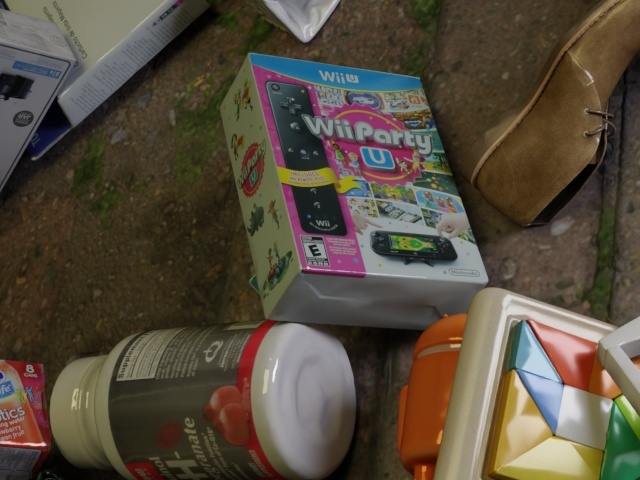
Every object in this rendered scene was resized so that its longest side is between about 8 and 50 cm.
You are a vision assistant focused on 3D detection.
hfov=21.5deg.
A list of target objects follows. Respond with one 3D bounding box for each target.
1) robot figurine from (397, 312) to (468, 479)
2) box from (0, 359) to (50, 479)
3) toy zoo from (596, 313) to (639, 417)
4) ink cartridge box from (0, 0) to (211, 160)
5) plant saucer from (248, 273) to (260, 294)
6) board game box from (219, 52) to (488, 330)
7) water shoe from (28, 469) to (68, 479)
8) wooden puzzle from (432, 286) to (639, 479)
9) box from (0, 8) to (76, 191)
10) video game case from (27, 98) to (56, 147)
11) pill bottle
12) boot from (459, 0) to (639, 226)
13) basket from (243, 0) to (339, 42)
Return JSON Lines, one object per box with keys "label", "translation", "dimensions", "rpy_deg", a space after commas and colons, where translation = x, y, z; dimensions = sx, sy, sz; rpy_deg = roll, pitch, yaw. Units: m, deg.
{"label": "robot figurine", "translation": [0.150, 0.167, 1.697], "dimensions": [0.128, 0.158, 0.219], "rpy_deg": [10, 64, -3]}
{"label": "box", "translation": [-0.414, 0.254, 1.959], "dimensions": [0.257, 0.128, 0.123], "rpy_deg": [-57, 35, 42]}
{"label": "toy zoo", "translation": [0.387, 0.138, 1.551], "dimensions": [0.192, 0.030, 0.293], "rpy_deg": [-18, 47, -14]}
{"label": "ink cartridge box", "translation": [-0.345, -0.322, 2.340], "dimensions": [0.330, 0.071, 0.324], "rpy_deg": [-40, 49, 6]}
{"label": "plant saucer", "translation": [0.000, 0.000, 1.974], "dimensions": [0.192, 0.018, 0.067], "rpy_deg": [-46, 48, 2]}
{"label": "board game box", "translation": [0.030, -0.053, 1.843], "dimensions": [0.097, 0.224, 0.303], "rpy_deg": [121, 145, -43]}
{"label": "water shoe", "translation": [-0.290, 0.296, 1.876], "dimensions": [0.203, 0.080, 0.073], "rpy_deg": [-11, 20, -1]}
{"label": "wooden puzzle", "translation": [0.241, 0.172, 1.599], "dimensions": [0.238, 0.044, 0.221], "rpy_deg": [16, 68, -5]}
{"label": "box", "translation": [-0.467, -0.168, 2.236], "dimensions": [0.290, 0.169, 0.087], "rpy_deg": [-54, 47, 25]}
{"label": "video game case", "translation": [-0.393, -0.268, 2.402], "dimensions": [0.196, 0.026, 0.274], "rpy_deg": [23, 79, 41]}
{"label": "pill bottle", "translation": [-0.135, 0.181, 1.853], "dimensions": [0.318, 0.176, 0.176], "rpy_deg": [-7, 60, 32]}
{"label": "boot", "translation": [0.285, -0.144, 1.795], "dimensions": [0.305, 0.112, 0.115], "rpy_deg": [-53, 58, 21]}
{"label": "basket", "translation": [-0.030, -0.354, 2.142], "dimensions": [0.103, 0.113, 0.167], "rpy_deg": [27, 81, 44]}
